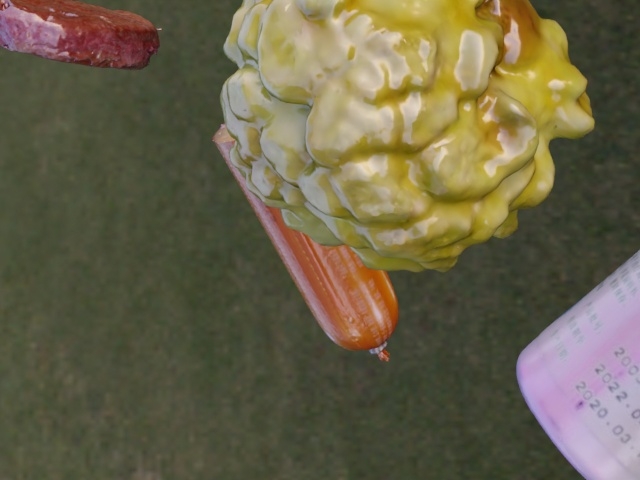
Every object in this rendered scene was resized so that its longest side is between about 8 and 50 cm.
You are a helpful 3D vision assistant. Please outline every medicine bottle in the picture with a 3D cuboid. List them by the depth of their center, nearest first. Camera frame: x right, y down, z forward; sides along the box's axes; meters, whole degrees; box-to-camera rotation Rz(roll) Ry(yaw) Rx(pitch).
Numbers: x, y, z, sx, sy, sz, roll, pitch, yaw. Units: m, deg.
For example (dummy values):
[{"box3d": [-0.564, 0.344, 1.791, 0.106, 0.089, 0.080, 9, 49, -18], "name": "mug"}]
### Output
[{"box3d": [0.276, 0.062, 1.066, 0.254, 0.152, 0.152, -44, 44, 16], "name": "medicine bottle"}]

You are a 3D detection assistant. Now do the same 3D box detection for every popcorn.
[{"box3d": [0.056, -0.090, 0.895, 0.181, 0.235, 0.217, 26, 90, 59], "name": "popcorn"}]

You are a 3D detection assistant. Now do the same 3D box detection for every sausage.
[{"box3d": [0.000, 0.000, 1.191, 0.071, 0.071, 0.234, 12, 135, 61], "name": "sausage"}]

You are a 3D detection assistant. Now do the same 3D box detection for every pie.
[{"box3d": [-0.228, -0.187, 1.295, 0.182, 0.182, 0.050, 32, 115, 58], "name": "pie"}]
